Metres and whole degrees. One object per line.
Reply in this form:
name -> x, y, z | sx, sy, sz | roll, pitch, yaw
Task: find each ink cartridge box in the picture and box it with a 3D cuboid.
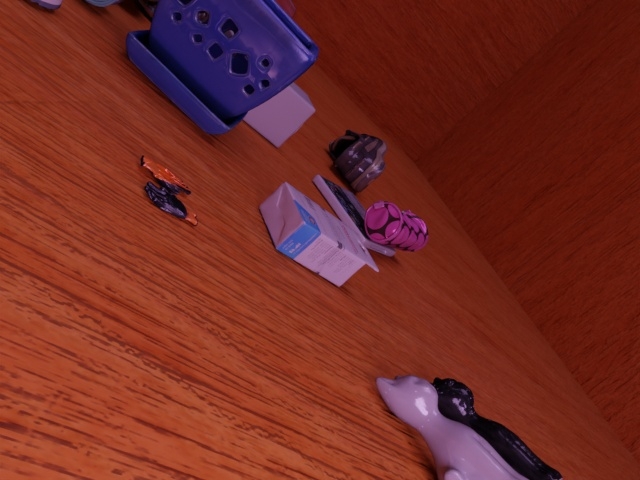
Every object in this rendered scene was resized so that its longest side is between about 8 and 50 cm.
ink cartridge box -> 0.000, 0.000, 0.890 | 0.180, 0.060, 0.104 | 34, 20, -40

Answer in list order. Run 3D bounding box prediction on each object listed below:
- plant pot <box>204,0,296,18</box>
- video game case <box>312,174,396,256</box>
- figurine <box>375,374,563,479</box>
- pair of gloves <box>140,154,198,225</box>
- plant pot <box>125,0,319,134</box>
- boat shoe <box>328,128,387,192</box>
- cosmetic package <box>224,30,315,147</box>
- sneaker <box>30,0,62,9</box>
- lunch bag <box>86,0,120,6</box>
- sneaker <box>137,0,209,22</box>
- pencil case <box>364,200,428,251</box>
plant pot -> -0.224, -0.691, 1.639 | 0.265, 0.273, 0.272 | 48, 14, -29
video game case -> 0.076, -0.052, 1.287 | 0.190, 0.022, 0.173 | 56, 17, 25
figurine -> 0.176, 0.248, 0.741 | 0.215, 0.092, 0.209 | 24, 20, -53
pair of gloves -> -0.172, -0.056, 0.666 | 0.074, 0.010, 0.083 | 35, 22, -41
plant pot -> -0.157, -0.312, 0.948 | 0.236, 0.212, 0.236 | 45, 16, -14
boat shoe -> 0.101, -0.252, 1.633 | 0.130, 0.132, 0.355 | 44, 15, -14
cosmetic package -> -0.133, -0.305, 1.173 | 0.231, 0.117, 0.085 | 37, 20, -36
sneaker -> -0.407, -0.405, 0.664 | 0.319, 0.131, 0.112 | 22, 30, -57
lunch bag -> -0.364, -0.519, 0.878 | 0.279, 0.224, 0.107 | 42, 16, -23
sneaker -> -0.252, -0.453, 1.181 | 0.228, 0.132, 0.086 | 46, 16, -7
pencil case -> 0.163, -0.032, 1.265 | 0.209, 0.095, 0.098 | 15, 72, -66
